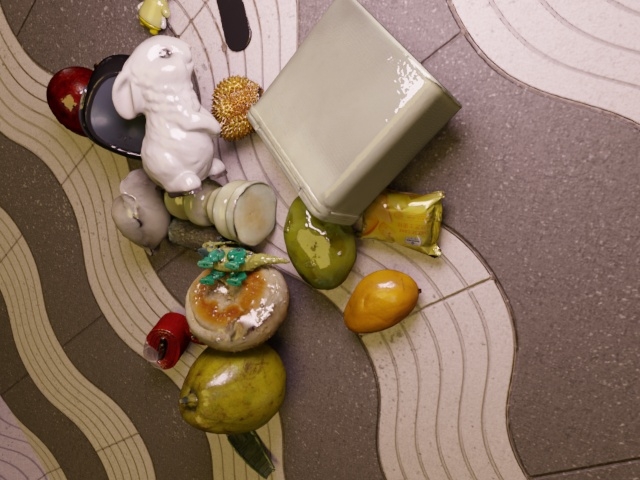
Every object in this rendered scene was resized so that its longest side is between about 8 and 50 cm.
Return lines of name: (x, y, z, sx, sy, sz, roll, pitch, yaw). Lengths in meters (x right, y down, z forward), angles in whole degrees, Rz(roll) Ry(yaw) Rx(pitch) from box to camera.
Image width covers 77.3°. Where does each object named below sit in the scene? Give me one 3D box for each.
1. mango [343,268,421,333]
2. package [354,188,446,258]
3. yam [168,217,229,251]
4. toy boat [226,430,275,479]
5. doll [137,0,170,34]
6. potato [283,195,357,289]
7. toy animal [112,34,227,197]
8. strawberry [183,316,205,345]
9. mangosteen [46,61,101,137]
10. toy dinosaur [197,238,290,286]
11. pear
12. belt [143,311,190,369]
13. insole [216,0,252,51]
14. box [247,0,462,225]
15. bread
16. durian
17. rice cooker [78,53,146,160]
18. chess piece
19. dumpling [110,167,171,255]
mango: (0.143, 0.159, 1.018, 0.147, 0.109, 0.227, 41, 120, -16)
package: (0.181, -0.054, 0.946, 0.226, 0.090, 0.168, 14, 118, 29)
yam: (-0.360, -0.009, 1.223, 0.183, 0.107, 0.107, 15, 110, 21)
toy boat: (-0.265, 0.682, 1.373, 0.293, 0.093, 0.055, 54, 137, 4)
doll: (-0.452, -0.663, 1.114, 0.106, 0.062, 0.162, 41, 118, 6)
potato: (0.000, 0.000, 1.025, 0.186, 0.148, 0.253, -8, 93, 15)
toy animal: (-0.373, -0.294, 0.978, 0.258, 0.194, 0.357, -6, 117, 14)
strawberry: (-0.386, 0.273, 1.314, 0.148, 0.131, 0.131, -165, 62, -69)
mangosteen: (-0.691, -0.441, 1.225, 0.257, 0.215, 0.215, -38, 85, 1)
toy dinosaur: (-0.216, 0.058, 1.069, 0.259, 0.153, 0.094, 8, 123, 9)
pear: (-0.257, 0.420, 1.154, 0.287, 0.375, 0.287, -3, 83, 28)
belt: (-0.523, 0.343, 1.391, 0.128, 0.124, 0.201, 24, 119, -2)
insole: (-0.240, -0.675, 1.037, 0.119, 0.009, 0.348, -5, 101, 29)
box: (0.054, -0.274, 0.862, 0.344, 0.177, 0.352, -46, 63, 27)
bread: (-0.229, 0.181, 1.132, 0.305, 0.305, 0.158, 11, 143, 24)
durian: (-0.211, -0.346, 1.039, 0.168, 0.137, 0.158, -18, 98, 20)
rice cooker: (-0.517, -0.366, 1.106, 0.267, 0.267, 0.224, -67, 33, 24)
chess piece: (-0.306, -0.101, 1.140, 0.330, 0.182, 0.182, 13, 109, 29)
dumpling: (-0.547, -0.095, 1.242, 0.175, 0.227, 0.243, 19, 129, -27)
